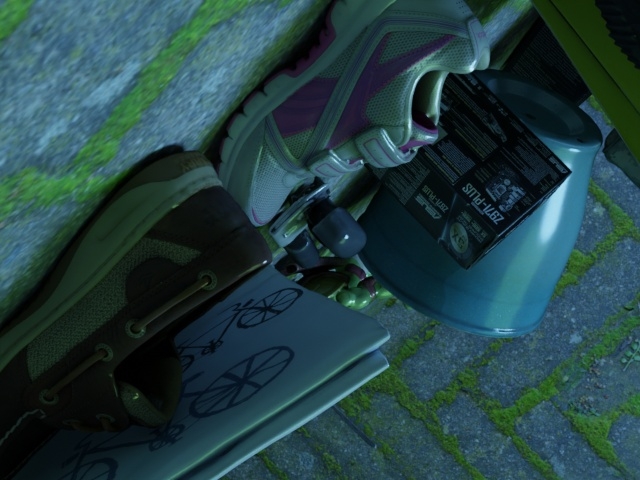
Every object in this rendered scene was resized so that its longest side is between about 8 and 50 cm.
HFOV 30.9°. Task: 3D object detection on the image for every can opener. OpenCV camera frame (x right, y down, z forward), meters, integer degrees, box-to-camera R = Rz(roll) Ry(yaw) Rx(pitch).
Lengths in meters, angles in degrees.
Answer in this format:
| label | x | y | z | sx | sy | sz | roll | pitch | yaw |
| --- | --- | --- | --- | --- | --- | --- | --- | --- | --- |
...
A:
| label | x | y | z | sx | sy | sz | roll | pitch | yaw |
| --- | --- | --- | --- | --- | --- | --- | --- | --- | --- |
| can opener | 0.000 | 0.000 | 1.230 | 0.076 | 0.095 | 0.283 | -43 | 171 | -3 |

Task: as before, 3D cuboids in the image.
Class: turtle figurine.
| label | x | y | z | sx | sy | sz | roll | pitch | yaw |
| --- | --- | --- | --- | --- | --- | --- | --- | --- | --- |
| turtle figurine | 0.042 | 0.123 | 1.538 | 0.266 | 0.274 | 0.198 | -96 | -155 | -74 |

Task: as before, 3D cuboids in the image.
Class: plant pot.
| label | x | y | z | sx | sy | sz | roll | pitch | yaw |
| --- | --- | --- | --- | --- | --- | --- | --- | --- | --- |
| plant pot | 0.211 | -0.062 | 1.443 | 0.271 | 0.271 | 0.255 | -31 | 150 | -55 |

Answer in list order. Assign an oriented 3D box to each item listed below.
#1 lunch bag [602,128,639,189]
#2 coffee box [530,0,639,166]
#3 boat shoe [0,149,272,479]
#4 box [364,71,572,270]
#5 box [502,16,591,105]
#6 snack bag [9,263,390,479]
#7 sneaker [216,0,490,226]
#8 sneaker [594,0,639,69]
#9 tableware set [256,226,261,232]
| label | x | y | z | sx | sy | sz | roll | pitch | yaw |
| --- | --- | --- | --- | --- | --- | --- | --- | --- | --- |
| lunch bag | 0.523 | -0.117 | 1.437 | 0.212 | 0.256 | 0.305 | -49 | 172 | 23 |
| coffee box | 0.417 | -0.193 | 1.033 | 0.337 | 0.338 | 0.334 | -33 | 179 | 19 |
| boat shoe | -0.157 | 0.091 | 0.841 | 0.342 | 0.123 | 0.123 | -47 | 171 | 23 |
| box | 0.152 | -0.084 | 1.243 | 0.147 | 0.180 | 0.077 | -38 | 170 | -36 |
| box | 0.356 | -0.275 | 1.508 | 0.153 | 0.108 | 0.207 | -39 | 171 | -29 |
| snack bag | -0.127 | 0.138 | 0.945 | 0.323 | 0.037 | 0.342 | -33 | -165 | -11 |
| sneaker | 0.022 | -0.090 | 0.837 | 0.252 | 0.111 | 0.103 | -48 | 171 | 27 |
| sneaker | 0.250 | -0.205 | 0.801 | 0.131 | 0.319 | 0.112 | -52 | -147 | -7 |
| tableware set | -0.119 | 0.042 | 1.122 | 0.154 | 0.024 | 0.104 | -36 | 169 | -39 |
